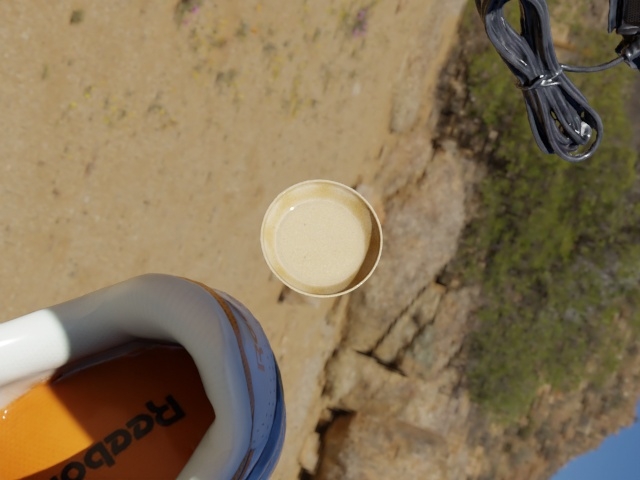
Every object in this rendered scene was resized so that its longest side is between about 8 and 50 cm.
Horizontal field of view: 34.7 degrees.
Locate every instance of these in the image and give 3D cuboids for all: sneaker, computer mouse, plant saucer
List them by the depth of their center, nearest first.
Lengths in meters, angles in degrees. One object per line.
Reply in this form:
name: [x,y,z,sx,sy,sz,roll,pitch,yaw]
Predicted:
sneaker: [-0.146,0.123,0.339,0.321,0.126,0.127,-43,163,-18]
computer mouse: [0.210,-0.177,0.618,0.262,0.060,0.184,-36,135,12]
plant saucer: [0.000,0.000,0.701,0.015,0.083,0.083,114,-2,-71]
